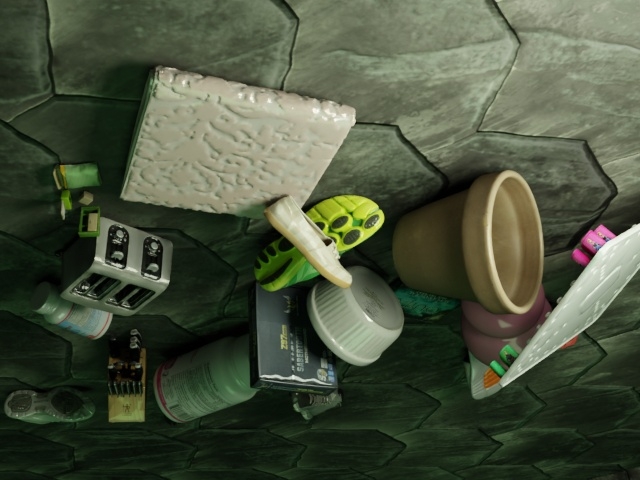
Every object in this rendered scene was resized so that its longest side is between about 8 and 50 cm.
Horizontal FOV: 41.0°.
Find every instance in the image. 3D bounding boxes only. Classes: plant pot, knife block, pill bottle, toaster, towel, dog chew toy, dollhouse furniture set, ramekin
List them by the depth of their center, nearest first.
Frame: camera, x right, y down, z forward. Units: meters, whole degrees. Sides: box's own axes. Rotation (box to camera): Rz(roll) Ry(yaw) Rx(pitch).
[{"bbox_3d":[-0.149,-0.150,1.439,0.332,0.053,0.317,8,146,-20],"label":"towel"},{"bbox_3d":[-0.423,-0.071,1.512,0.076,0.058,0.151,-2,147,-6],"label":"dollhouse furniture set"},{"bbox_3d":[0.266,0.009,1.608,0.229,0.263,0.263,-4,153,35],"label":"plant pot"},{"bbox_3d":[-0.404,0.055,1.662,0.168,0.110,0.186,23,137,-36],"label":"toaster"},{"bbox_3d":[-0.525,0.145,1.803,0.087,0.087,0.160,-26,142,28],"label":"pill bottle"},{"bbox_3d":[0.082,0.150,1.808,0.207,0.207,0.109,25,127,-38],"label":"ramekin"},{"bbox_3d":[0.392,0.136,1.842,0.207,0.206,0.332,-12,139,10],"label":"dog chew toy"},{"bbox_3d":[-0.247,0.325,2.057,0.283,0.160,0.160,-24,143,25],"label":"pill bottle"},{"bbox_3d":[-0.469,0.307,2.087,0.088,0.242,0.275,1,-169,-9],"label":"knife block"}]

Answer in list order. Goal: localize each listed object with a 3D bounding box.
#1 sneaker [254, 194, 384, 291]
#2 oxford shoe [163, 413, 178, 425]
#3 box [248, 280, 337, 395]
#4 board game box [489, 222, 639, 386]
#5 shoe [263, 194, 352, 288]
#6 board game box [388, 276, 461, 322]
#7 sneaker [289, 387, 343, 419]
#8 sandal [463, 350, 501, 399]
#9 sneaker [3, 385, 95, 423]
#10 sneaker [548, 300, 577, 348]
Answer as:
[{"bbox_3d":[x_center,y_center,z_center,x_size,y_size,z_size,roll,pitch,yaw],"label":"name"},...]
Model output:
[{"bbox_3d":[0.000,0.000,1.673,0.295,0.109,0.123,-30,168,27],"label":"sneaker"},{"bbox_3d":[-0.306,0.429,2.304,0.227,0.082,0.096,-22,166,21],"label":"oxford shoe"},{"bbox_3d":[-0.062,0.210,1.842,0.183,0.232,0.059,11,146,-22],"label":"box"},{"bbox_3d":[0.525,0.082,1.660,0.390,0.050,0.390,-22,148,-42],"label":"board game box"},{"bbox_3d":[-0.009,0.005,1.545,0.058,0.076,0.219,-42,113,7],"label":"shoe"},{"bbox_3d":[0.224,0.138,1.966,0.186,0.026,0.126,15,142,-28],"label":"board game box"},{"bbox_3d":[-0.007,0.419,2.326,0.132,0.086,0.228,-15,157,5],"label":"sneaker"},{"bbox_3d":[0.418,0.299,2.213,0.102,0.076,0.265,-18,127,-7],"label":"sandal"},{"bbox_3d":[-0.699,0.439,2.247,0.232,0.090,0.115,3,154,3],"label":"sneaker"},{"bbox_3d":[0.495,0.201,2.041,0.276,0.097,0.135,-3,147,-9],"label":"sneaker"}]
